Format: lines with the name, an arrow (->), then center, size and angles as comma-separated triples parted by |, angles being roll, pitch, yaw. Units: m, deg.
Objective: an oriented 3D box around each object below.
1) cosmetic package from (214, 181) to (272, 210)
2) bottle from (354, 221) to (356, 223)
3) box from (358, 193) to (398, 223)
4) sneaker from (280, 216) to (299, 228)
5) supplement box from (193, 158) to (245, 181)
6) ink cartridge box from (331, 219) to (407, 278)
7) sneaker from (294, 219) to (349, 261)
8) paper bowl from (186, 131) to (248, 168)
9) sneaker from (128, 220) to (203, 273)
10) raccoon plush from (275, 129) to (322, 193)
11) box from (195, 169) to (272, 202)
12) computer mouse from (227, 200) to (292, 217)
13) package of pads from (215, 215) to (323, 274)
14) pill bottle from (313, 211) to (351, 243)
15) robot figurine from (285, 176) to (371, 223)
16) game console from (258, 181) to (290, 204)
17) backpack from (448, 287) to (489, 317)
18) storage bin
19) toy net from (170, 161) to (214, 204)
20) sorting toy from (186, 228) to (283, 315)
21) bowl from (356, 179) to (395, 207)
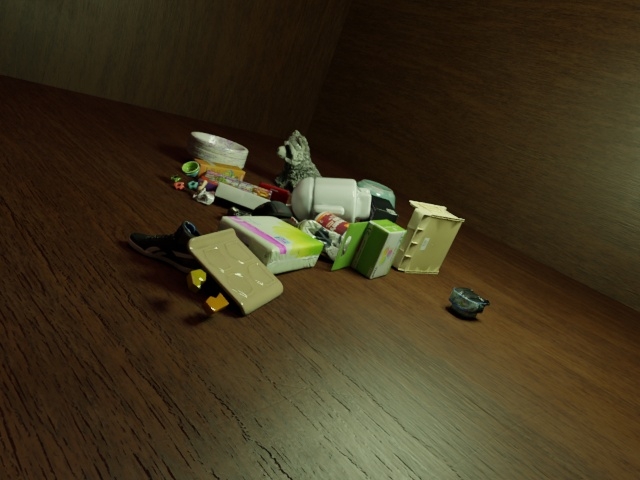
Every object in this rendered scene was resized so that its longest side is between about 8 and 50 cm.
cosmetic package -> -0.287, -0.159, 1.882 | 0.239, 0.060, 0.099 | 20, 5, -7
bottle -> 0.063, -0.137, 2.224 | 0.118, 0.092, 0.283 | 9, 20, -37
box -> 0.241, -0.076, 2.084 | 0.103, 0.184, 0.261 | 16, 17, -6
sneaker -> -0.114, -0.069, 1.877 | 0.065, 0.061, 0.158 | 12, 19, -47
supplement box -> -0.462, -0.306, 2.172 | 0.234, 0.078, 0.080 | 2, 25, -44
ink cartridge box -> 0.169, 0.035, 1.658 | 0.097, 0.188, 0.255 | 32, 22, 29
sneaker -> 0.000, 0.000, 1.726 | 0.235, 0.094, 0.153 | 28, -3, -24
paper bowl -> -0.506, -0.414, 2.332 | 0.285, 0.148, 0.284 | 18, 18, -6
sneaker -> -0.391, -0.007, 1.258 | 0.217, 0.121, 0.079 | 23, 16, 8
raccoon plush -> -0.048, -0.400, 2.555 | 0.447, 0.299, 0.216 | 4, 23, -44
box -> -0.357, -0.208, 2.023 | 0.294, 0.057, 0.201 | 18, 17, -7
computer mouse -> -0.223, -0.114, 1.718 | 0.184, 0.060, 0.262 | 8, -6, -30
package of pads -> -0.163, 0.008, 1.506 | 0.229, 0.101, 0.297 | 29, 16, 26
pill bottle -> 0.078, -0.013, 1.812 | 0.221, 0.121, 0.121 | 31, 20, 30
robot figurine -> 0.031, -0.163, 2.015 | 0.354, 0.199, 0.300 | 3, 17, 1
game console -> -0.215, -0.223, 2.195 | 0.144, 0.124, 0.085 | 17, 44, -9
backpack -> 0.500, 0.215, 1.654 | 0.114, 0.084, 0.105 | 13, 17, -39
storage bin -> 0.411, -0.006, 1.935 | 0.261, 0.262, 0.123 | 5, 25, -41
toy net -> -0.491, -0.214, 1.846 | 0.122, 0.045, 0.232 | -25, 52, -21
sorting toy -> -0.234, 0.085, 1.188 | 0.229, 0.041, 0.307 | 49, 23, 8
bowl -> 0.287, -0.229, 2.645 | 0.312, 0.163, 0.311 | 19, 18, -6
